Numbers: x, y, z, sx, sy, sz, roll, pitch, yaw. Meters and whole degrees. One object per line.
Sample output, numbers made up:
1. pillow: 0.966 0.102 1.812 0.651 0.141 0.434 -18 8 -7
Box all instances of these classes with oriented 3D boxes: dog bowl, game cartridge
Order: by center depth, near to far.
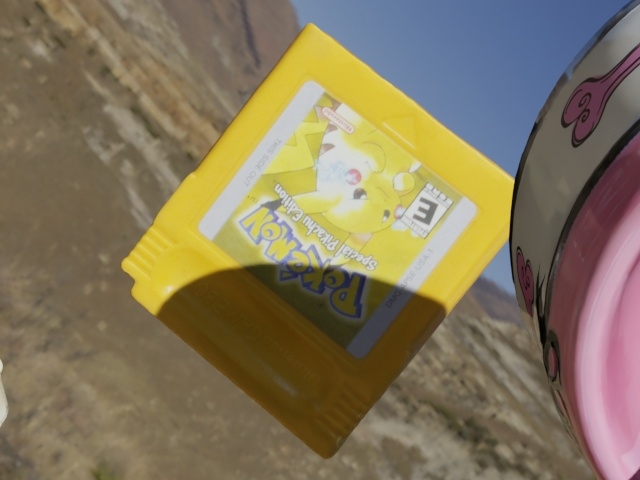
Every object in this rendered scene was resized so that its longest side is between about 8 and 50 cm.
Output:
1. dog bowl: 0.305 0.034 0.661 0.408 0.408 0.150 50 26 -16
2. game cartridge: 0.000 0.000 1.180 0.285 0.324 0.052 39 3 8

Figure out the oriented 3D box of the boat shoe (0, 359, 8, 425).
1. boat shoe: -0.264 0.094 0.781 0.113 0.302 0.103 16 13 29
